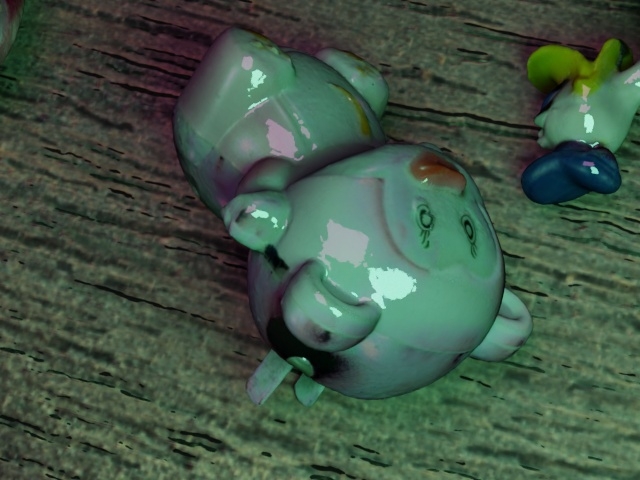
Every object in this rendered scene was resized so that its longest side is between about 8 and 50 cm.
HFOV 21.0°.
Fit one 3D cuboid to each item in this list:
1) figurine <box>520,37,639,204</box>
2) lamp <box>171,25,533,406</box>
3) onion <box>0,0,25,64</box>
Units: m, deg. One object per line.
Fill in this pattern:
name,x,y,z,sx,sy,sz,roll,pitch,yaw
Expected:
figurine,0.273,-0.162,1.343,0.338,0.204,0.283,-44,89,6
lamp,0.000,0.000,1.340,0.247,0.247,0.301,-53,54,22
onion,-0.400,-0.220,1.566,0.283,0.120,0.227,-2,67,9
